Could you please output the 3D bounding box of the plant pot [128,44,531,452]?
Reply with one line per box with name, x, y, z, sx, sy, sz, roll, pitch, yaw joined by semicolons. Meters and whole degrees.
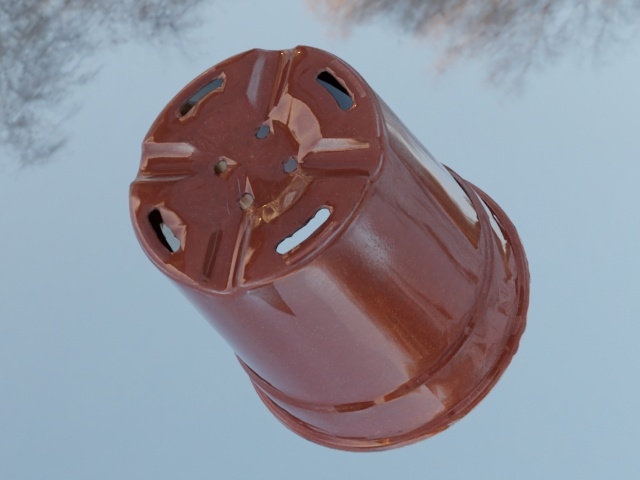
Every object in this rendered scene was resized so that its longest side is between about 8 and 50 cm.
plant pot;0.000;0.000;0.967;0.265;0.273;0.272;47;-148;-55
